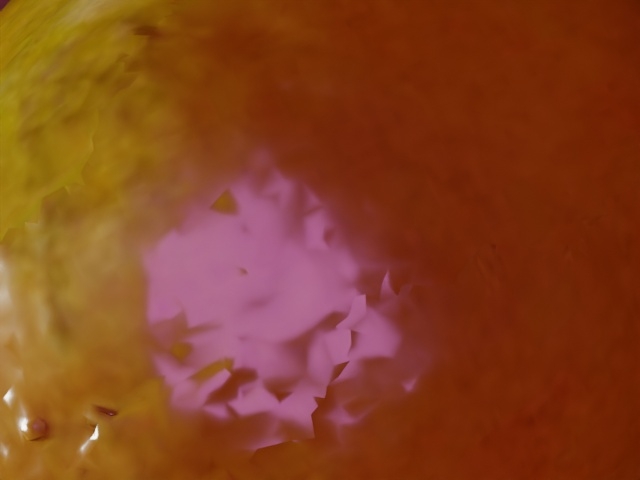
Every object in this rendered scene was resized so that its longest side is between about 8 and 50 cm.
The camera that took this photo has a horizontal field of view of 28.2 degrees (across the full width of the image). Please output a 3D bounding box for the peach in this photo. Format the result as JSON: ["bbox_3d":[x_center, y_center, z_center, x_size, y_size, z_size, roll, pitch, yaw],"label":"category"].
[{"bbox_3d":[0.001,0.002,0.508,0.372,0.372,0.290,-37,122,-7],"label":"peach"}]
